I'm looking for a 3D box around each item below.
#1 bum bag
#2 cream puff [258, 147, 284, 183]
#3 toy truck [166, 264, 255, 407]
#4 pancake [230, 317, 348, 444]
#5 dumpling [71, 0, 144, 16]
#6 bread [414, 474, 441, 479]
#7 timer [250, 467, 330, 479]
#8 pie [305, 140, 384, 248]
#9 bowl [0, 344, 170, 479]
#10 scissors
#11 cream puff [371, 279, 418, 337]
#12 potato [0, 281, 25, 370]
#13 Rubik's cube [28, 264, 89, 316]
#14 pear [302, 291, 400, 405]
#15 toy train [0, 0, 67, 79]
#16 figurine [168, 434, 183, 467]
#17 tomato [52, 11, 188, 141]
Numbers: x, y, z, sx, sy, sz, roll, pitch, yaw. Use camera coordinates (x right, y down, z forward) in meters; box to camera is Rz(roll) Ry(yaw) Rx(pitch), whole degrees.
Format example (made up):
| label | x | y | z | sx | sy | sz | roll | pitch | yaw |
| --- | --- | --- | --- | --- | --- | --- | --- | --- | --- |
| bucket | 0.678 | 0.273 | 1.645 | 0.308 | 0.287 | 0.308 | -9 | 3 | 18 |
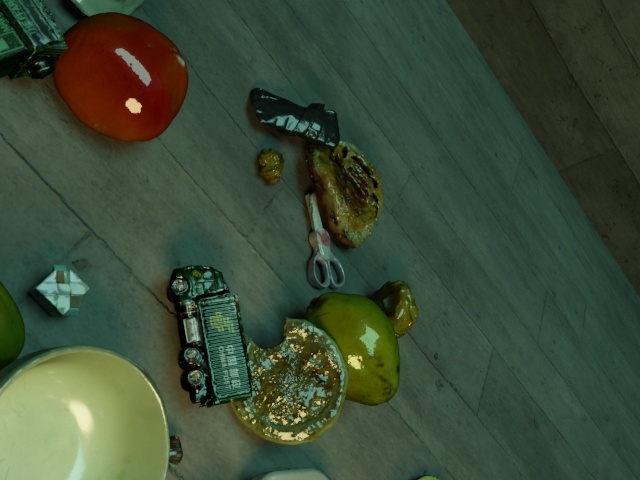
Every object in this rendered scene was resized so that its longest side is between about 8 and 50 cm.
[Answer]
| label | x | y | z | sx | sy | sz | roll | pitch | yaw |
| --- | --- | --- | --- | --- | --- | --- | --- | --- | --- |
| bum bag | -0.061 | -0.302 | 1.699 | 0.248 | 0.060 | 0.123 | 12 | 54 | -21 |
| cream puff | -0.111 | -0.177 | 1.607 | 0.083 | 0.058 | 0.083 | 48 | 40 | -23 |
| toy truck | -0.209 | 0.175 | 1.269 | 0.121 | 0.088 | 0.259 | -7 | 74 | -23 |
| pancake | -0.063 | 0.276 | 1.336 | 0.253 | 0.037 | 0.254 | 2 | 77 | -8 |
| dumpling | -0.430 | -0.579 | 1.406 | 0.175 | 0.243 | 0.227 | 39 | 6 | 30 |
| bread | 0.258 | 0.674 | 1.610 | 0.228 | 0.033 | 0.229 | 25 | 53 | -37 |
| timer | -0.055 | 0.561 | 1.269 | 0.237 | 0.087 | 0.262 | 14 | 60 | -45 |
| pie | 0.069 | -0.139 | 1.767 | 0.308 | 0.085 | 0.309 | 28 | 49 | -37 |
| bowl | -0.378 | 0.302 | 0.953 | 0.307 | 0.163 | 0.308 | 16 | 70 | -51 |
| scissors | 0.000 | 0.000 | 1.664 | 0.118 | 0.030 | 0.242 | 7 | 66 | -50 |
| cream puff | 0.189 | 0.181 | 1.704 | 0.116 | 0.146 | 0.146 | 38 | 46 | -32 |
| potato | -0.524 | 0.097 | 0.929 | 0.253 | 0.148 | 0.186 | 41 | 42 | -27 |
| Rubik's cube | -0.419 | 0.081 | 1.112 | 0.073 | 0.075 | 0.084 | -52 | 127 | -31 |
| pear | 0.065 | 0.235 | 1.476 | 0.269 | 0.212 | 0.212 | 51 | 40 | -6 |
| toy train | -0.582 | -0.406 | 1.136 | 0.330 | 0.138 | 0.178 | 56 | 44 | -10 |
| figurine | -0.283 | 0.353 | 1.156 | 0.105 | 0.047 | 0.060 | 17 | 23 | -35 |
| tomato | -0.368 | -0.318 | 1.296 | 0.259 | 0.180 | 0.260 | 28 | 49 | -38 |
